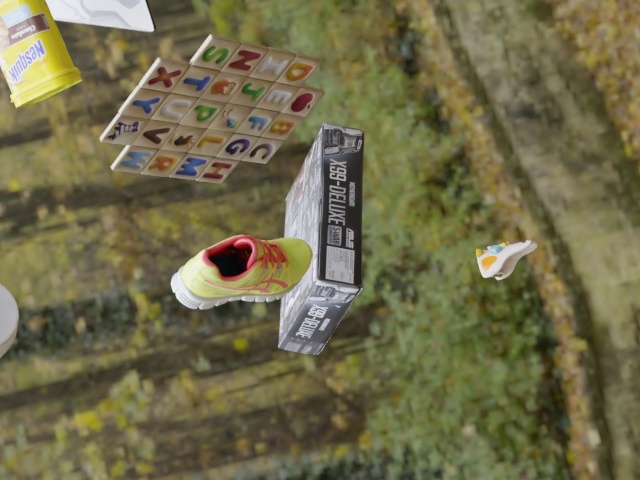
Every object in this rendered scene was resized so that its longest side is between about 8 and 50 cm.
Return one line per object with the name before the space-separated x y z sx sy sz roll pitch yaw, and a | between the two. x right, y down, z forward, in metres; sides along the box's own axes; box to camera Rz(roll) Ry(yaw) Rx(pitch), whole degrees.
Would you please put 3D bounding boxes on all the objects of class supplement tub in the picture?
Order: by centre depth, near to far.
supplement tub | -0.595 0.153 2.309 0.200 0.144 0.144 -38 62 54

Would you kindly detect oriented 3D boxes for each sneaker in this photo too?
sneaker | -0.087 0.030 1.778 0.081 0.208 0.094 57 139 20

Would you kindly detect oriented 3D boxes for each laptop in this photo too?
laptop | -0.528 -0.455 2.225 0.408 0.382 0.236 76 -147 -45

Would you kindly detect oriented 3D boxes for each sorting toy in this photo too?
sorting toy | 0.255 0.019 1.850 0.045 0.075 0.083 69 -163 11

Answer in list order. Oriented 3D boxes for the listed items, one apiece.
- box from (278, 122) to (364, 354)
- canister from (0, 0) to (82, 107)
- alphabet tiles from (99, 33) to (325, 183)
box | 0.000 0.000 2.268 0.242 0.076 0.307 118 158 -55
canister | -0.491 -0.325 2.309 0.170 0.126 0.073 67 -154 -4
alphabet tiles | -0.158 -0.192 2.092 0.342 0.285 0.011 5 -134 -47
